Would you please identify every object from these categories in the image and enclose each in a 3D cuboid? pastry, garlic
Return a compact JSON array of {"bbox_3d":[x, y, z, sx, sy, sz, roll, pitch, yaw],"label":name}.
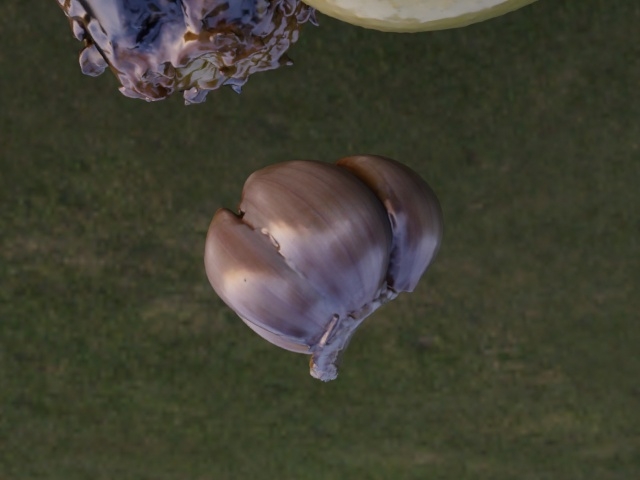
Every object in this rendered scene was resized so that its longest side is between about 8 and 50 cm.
[{"bbox_3d":[-0.140,-0.334,1.286,0.292,0.405,0.337,-5,-178,27],"label":"pastry"},{"bbox_3d":[0.000,0.000,1.270,0.214,0.191,0.160,-44,167,5],"label":"garlic"}]

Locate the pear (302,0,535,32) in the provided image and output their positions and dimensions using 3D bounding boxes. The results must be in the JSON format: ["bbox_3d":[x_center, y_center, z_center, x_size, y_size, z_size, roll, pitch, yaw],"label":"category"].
[{"bbox_3d":[0.055,-0.271,0.720,0.309,0.309,0.309,-2,155,-1],"label":"pear"}]
